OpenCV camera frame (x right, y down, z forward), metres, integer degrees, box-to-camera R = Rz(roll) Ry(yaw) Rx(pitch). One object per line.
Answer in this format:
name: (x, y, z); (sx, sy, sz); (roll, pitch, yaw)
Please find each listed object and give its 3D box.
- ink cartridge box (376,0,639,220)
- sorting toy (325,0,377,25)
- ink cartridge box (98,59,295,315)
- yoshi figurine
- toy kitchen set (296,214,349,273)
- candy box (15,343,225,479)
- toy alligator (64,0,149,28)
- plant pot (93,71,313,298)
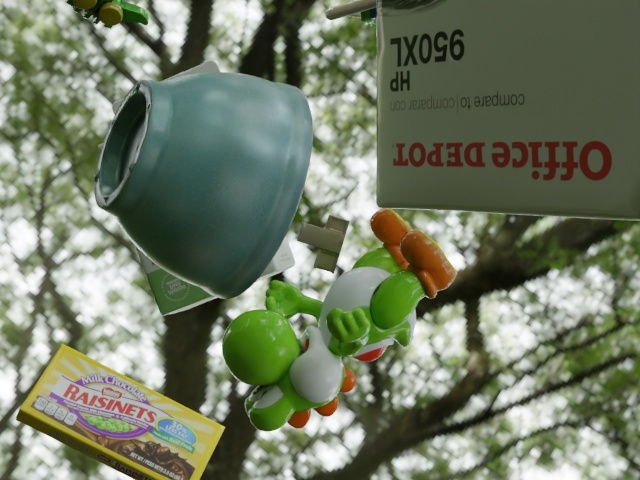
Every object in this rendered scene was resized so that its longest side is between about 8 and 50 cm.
ink cartridge box: (0.178, -0.211, 0.911); (0.285, 0.166, 0.395); (5, -83, 58)
sorting toy: (0.141, -0.308, 1.791); (0.193, 0.208, 0.038); (-7, -92, 48)
ink cartridge box: (-0.201, -0.086, 2.062); (0.207, 0.119, 0.353); (-22, -93, 15)
yoshi figurine: (0.002, 0.105, 1.906); (0.203, 0.362, 0.203); (44, -2, 18)
toy kitchen set: (0.000, 0.000, 2.036); (0.068, 0.083, 0.075); (17, 1, 0)
candy box: (-0.215, 0.199, 1.461); (0.206, 0.105, 0.027); (27, -48, -1)
toy alligator: (-0.290, -0.298, 1.586); (0.189, 0.056, 0.051); (30, -51, -32)
plant pot: (-0.167, -0.093, 1.711); (0.196, 0.293, 0.293); (20, -21, -26)
